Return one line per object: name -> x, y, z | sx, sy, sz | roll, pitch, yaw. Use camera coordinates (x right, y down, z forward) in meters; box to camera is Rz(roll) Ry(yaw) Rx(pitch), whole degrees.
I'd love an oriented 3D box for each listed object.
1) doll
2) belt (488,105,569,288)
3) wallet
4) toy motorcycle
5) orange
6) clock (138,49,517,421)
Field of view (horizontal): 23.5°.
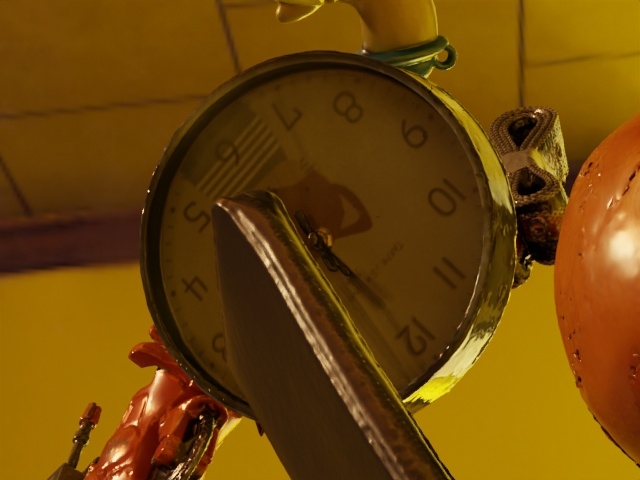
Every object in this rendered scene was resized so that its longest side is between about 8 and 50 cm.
doll -> 0.025, -0.324, 1.820 | 0.363, 0.145, 0.199 | 39, 106, -14
belt -> 0.242, -0.063, 1.806 | 0.126, 0.359, 0.094 | -18, 110, 18
wallet -> 0.016, 0.094, 0.702 | 0.044, 0.250, 0.149 | -21, 139, -16
toy motorcycle -> -0.165, 0.208, 1.455 | 0.147, 0.221, 0.326 | 33, 133, -13
orange -> 0.238, 0.024, 0.789 | 0.240, 0.240, 0.240 | -2, 151, -1
clock -> 0.000, 0.000, 1.287 | 0.325, 0.325, 0.067 | -13, 170, 19
